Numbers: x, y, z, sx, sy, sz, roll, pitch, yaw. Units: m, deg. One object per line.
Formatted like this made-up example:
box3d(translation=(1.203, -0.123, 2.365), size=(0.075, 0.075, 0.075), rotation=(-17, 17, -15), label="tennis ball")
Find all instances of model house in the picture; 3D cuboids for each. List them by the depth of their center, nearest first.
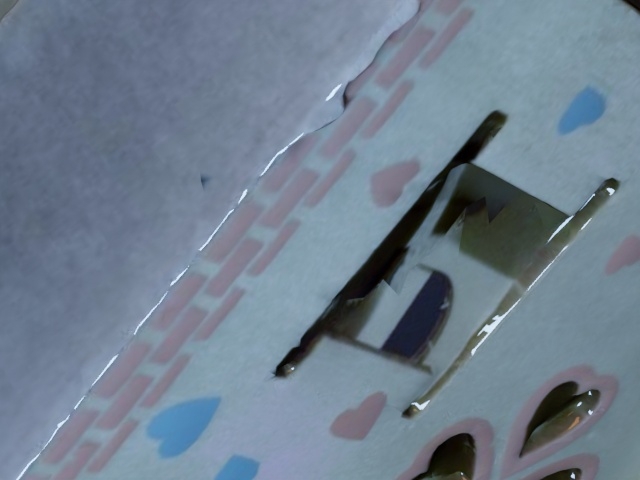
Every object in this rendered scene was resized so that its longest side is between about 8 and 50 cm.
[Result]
box3d(translation=(0.000, 0.000, 0.492), size=(0.326, 0.244, 0.169), rotation=(-51, 51, 12), label="model house")
